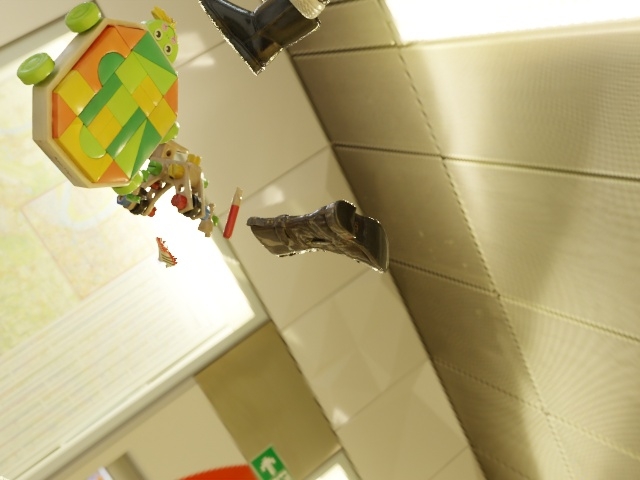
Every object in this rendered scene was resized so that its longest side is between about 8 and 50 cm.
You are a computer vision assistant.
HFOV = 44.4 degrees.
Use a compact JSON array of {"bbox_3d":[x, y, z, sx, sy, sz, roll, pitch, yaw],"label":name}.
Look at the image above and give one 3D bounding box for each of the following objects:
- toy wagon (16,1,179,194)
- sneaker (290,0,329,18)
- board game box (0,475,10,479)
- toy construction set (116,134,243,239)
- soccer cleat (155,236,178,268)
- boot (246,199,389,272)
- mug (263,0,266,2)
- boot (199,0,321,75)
[{"bbox_3d":[-0.322,-0.252,1.270,0.068,0.344,0.267,11,-32,34],"label":"toy wagon"},{"bbox_3d":[-0.016,-0.586,1.523,0.137,0.210,0.365,41,15,-42],"label":"sneaker"},{"bbox_3d":[-0.540,0.476,1.320,0.030,0.136,0.259,15,-23,45],"label":"board game box"},{"bbox_3d":[-0.340,-0.160,1.991,0.309,0.237,0.257,22,-16,-26],"label":"toy construction set"},{"bbox_3d":[-0.331,0.027,1.649,0.029,0.036,0.083,-107,171,-50],"label":"soccer cleat"},{"bbox_3d":[0.000,0.000,1.647,0.229,0.091,0.263,-12,-37,33],"label":"boot"},{"bbox_3d":[-0.101,-0.671,2.153,0.150,0.113,0.169,43,-7,42],"label":"mug"},{"bbox_3d":[-0.143,-0.539,1.845,0.246,0.207,0.094,51,1,7],"label":"boot"}]
